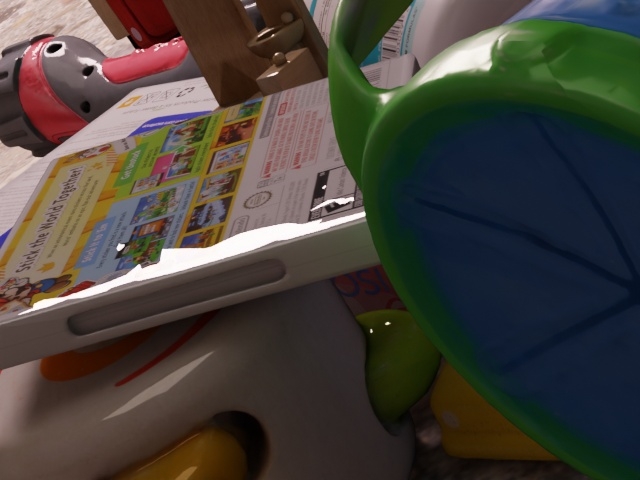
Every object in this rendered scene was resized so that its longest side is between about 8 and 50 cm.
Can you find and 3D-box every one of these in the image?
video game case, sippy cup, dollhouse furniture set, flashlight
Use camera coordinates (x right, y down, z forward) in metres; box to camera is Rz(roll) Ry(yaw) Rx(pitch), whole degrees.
[{"bbox_3d":[-0.053,-0.018,0.913,0.206,0.026,0.227,-16,21,11],"label":"video game case"},{"bbox_3d":[0.172,-0.042,0.736,0.224,0.305,0.240,-48,12,-27],"label":"sippy cup"},{"bbox_3d":[-0.075,-0.098,1.098,0.144,0.123,0.151,-9,26,45],"label":"dollhouse furniture set"},{"bbox_3d":[-0.139,-0.141,1.545,0.304,0.103,0.103,-13,33,39],"label":"flashlight"}]

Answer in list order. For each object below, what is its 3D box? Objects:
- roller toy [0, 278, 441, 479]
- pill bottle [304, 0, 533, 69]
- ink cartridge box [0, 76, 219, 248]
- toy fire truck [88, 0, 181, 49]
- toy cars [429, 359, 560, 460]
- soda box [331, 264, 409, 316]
[{"bbox_3d":[-0.066,0.085,0.910,0.191,0.146,0.209,-8,32,44],"label":"roller toy"},{"bbox_3d":[0.078,-0.121,1.169,0.146,0.146,0.264,-36,23,-12],"label":"pill bottle"},{"bbox_3d":[-0.184,-0.003,1.321,0.175,0.069,0.371,-4,27,47],"label":"ink cartridge box"},{"bbox_3d":[-0.069,-0.255,1.678,0.217,0.158,0.246,-40,13,-22],"label":"toy fire truck"},{"bbox_3d":[0.210,-0.035,0.896,0.393,0.087,0.176,-29,22,3],"label":"toy cars"},{"bbox_3d":[0.000,0.000,1.078,0.263,0.092,0.083,-7,28,46],"label":"soda box"}]
